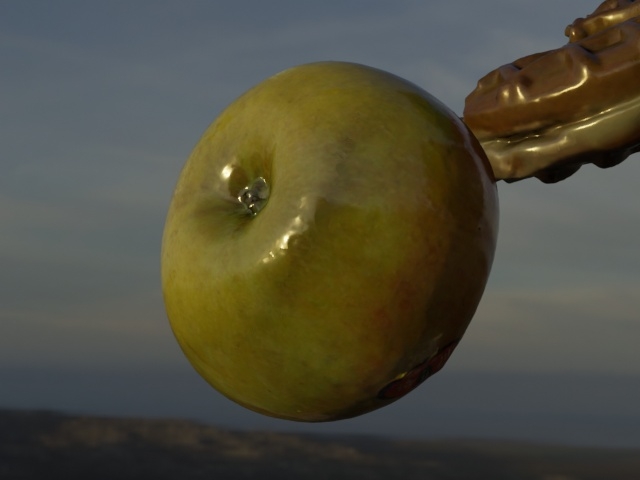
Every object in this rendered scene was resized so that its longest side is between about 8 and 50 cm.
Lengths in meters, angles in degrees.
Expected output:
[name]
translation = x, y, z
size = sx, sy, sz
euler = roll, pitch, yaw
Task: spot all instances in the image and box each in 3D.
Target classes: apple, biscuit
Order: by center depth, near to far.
[apple]
translation = 0.000, 0.000, 1.131
size = 0.194, 0.261, 0.261
euler = 27, -20, -39
[biscuit]
translation = 0.304, -0.164, 1.483
size = 0.268, 0.115, 0.366
euler = -15, 15, 36
